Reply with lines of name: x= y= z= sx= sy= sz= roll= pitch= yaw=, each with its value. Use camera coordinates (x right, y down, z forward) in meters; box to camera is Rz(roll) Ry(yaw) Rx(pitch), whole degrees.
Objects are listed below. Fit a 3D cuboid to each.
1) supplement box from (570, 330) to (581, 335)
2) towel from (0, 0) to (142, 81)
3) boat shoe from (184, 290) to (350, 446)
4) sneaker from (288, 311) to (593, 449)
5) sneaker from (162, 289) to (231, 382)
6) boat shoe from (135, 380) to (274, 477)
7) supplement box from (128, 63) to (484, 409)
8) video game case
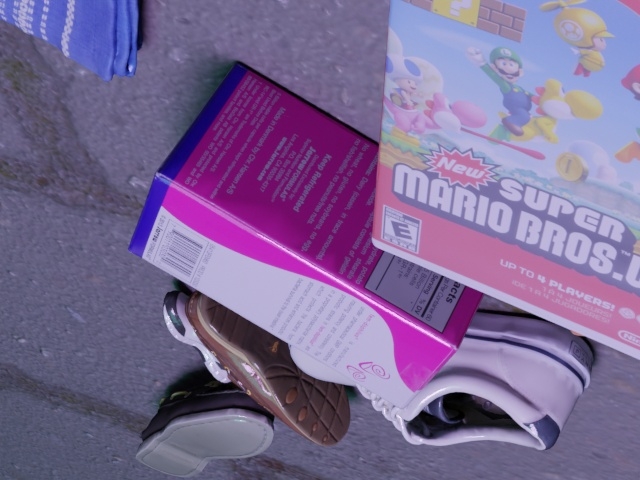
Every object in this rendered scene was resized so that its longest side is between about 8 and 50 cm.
supplement box: x=0.248 y=0.014 z=0.809 sx=0.233 sy=0.078 sz=0.080 roll=5 pitch=138 yaw=34
towel: x=-0.260 y=-0.242 z=0.902 sx=0.336 sy=0.040 sz=0.243 roll=25 pitch=148 yaw=9
boat shoe: x=-0.044 y=0.102 z=1.198 sx=0.178 sy=0.064 sz=0.060 roll=48 pitch=150 yaw=-16
sneaker: x=0.071 y=0.100 z=1.064 sx=0.258 sy=0.091 sz=0.094 roll=1 pitch=138 yaw=39
sneaker: x=-0.093 y=0.077 z=1.230 sx=0.044 sy=0.040 sz=0.109 roll=-19 pitch=129 yaw=32
boat shoe: x=-0.105 y=0.163 z=1.323 sx=0.081 sy=0.068 sz=0.228 roll=28 pitch=151 yaw=-20
supplement box: x=0.000 y=0.000 z=0.961 sx=0.220 sy=0.114 sz=0.111 roll=32 pitch=148 yaw=0
video game case: x=0.126 y=-0.044 z=0.723 sx=0.204 sy=0.025 sz=0.285 roll=23 pitch=149 yaw=14
